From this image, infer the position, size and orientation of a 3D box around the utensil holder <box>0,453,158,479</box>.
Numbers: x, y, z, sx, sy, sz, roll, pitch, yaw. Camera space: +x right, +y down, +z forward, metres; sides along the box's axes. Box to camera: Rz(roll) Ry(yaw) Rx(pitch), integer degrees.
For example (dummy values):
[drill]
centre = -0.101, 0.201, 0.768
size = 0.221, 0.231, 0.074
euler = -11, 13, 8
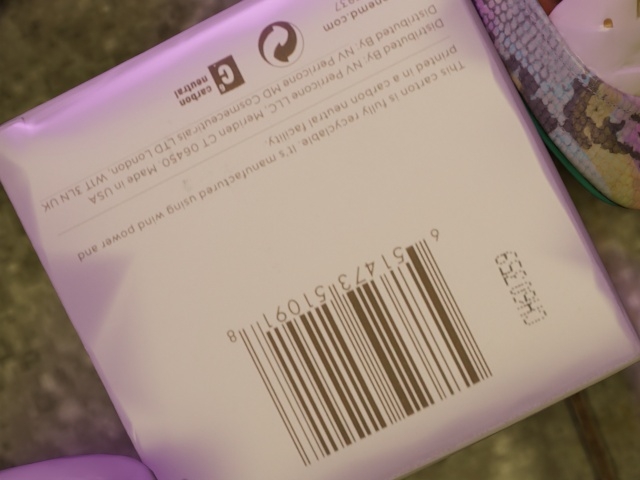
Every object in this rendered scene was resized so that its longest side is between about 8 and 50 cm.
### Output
[utensil holder]
centre = -0.127, 0.312, 0.488
size = 0.327, 0.327, 0.385
euler = -23, 96, 3

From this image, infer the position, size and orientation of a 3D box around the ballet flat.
[ballet flat]
centre = 0.091, -0.117, 0.594
size = 0.079, 0.077, 0.221
euler = -33, 85, 47

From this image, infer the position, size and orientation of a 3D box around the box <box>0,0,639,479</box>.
[box]
centre = 0.000, 0.000, 0.586
size = 0.181, 0.119, 0.182
euler = -27, 89, 4
